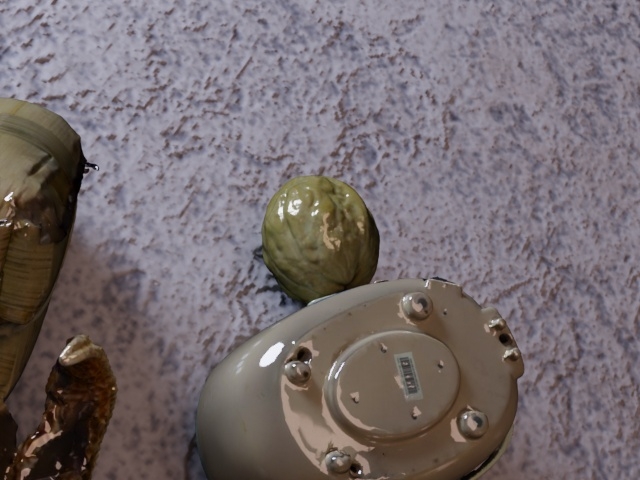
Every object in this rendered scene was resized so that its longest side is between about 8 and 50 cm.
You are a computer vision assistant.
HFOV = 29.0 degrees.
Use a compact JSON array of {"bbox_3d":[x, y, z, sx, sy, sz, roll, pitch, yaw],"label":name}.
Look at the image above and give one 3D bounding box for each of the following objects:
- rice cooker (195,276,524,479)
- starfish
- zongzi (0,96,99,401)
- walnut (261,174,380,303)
[{"bbox_3d":[0.028,0.098,0.744,0.206,0.127,0.145,-19,78,-23],"label":"rice cooker"},{"bbox_3d":[-0.172,0.153,0.625,0.216,0.071,0.238,-37,108,-11],"label":"starfish"},{"bbox_3d":[-0.196,0.026,0.712,0.099,0.197,0.194,13,23,-7],"label":"zongzi"},{"bbox_3d":[0.000,0.000,0.812,0.092,0.092,0.092,11,60,-20],"label":"walnut"}]
